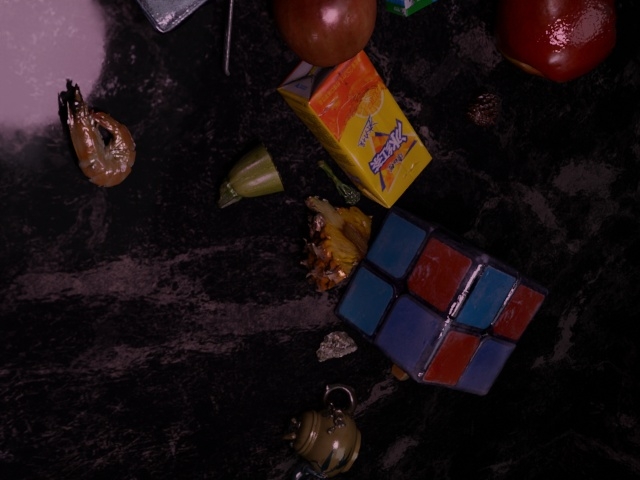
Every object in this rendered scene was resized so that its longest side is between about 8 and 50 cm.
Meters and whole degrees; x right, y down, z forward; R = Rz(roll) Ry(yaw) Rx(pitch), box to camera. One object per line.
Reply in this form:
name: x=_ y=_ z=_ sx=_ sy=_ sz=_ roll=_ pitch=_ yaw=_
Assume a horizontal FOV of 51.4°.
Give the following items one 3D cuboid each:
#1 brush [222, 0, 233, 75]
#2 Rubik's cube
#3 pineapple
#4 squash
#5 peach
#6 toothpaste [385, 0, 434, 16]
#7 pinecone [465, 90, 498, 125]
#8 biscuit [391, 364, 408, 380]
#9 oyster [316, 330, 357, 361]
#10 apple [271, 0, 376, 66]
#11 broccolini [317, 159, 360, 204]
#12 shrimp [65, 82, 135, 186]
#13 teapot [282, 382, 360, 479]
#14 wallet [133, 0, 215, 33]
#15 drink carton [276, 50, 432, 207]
brush: x=-0.153 y=-0.400 z=1.088 sx=0.027 sy=0.062 sz=0.266 roll=-4 pitch=122 yaw=-21
Rubik's cube: x=0.280 y=0.143 z=1.567 sx=0.313 sy=0.316 sz=0.318 roll=21 pitch=99 yaw=-43
pineapple: x=-0.001 y=0.004 z=1.406 sx=0.164 sy=0.250 sz=0.140 roll=37 pitch=125 yaw=-15
squash: x=-0.145 y=-0.115 z=1.245 sx=0.132 sy=0.105 sz=0.105 roll=-25 pitch=131 yaw=-2
peach: x=0.524 y=-0.520 z=1.419 sx=0.281 sy=0.281 sz=0.338 roll=16 pitch=104 yaw=-43
toothpaste: x=0.246 y=-0.528 z=1.325 sx=0.266 sy=0.065 sz=0.050 roll=-34 pitch=135 yaw=-20
pinecone: x=0.384 y=-0.309 z=1.559 sx=0.077 sy=0.077 sz=0.083 roll=34 pitch=82 yaw=-45
biscuit: x=0.260 y=0.295 z=1.823 sx=0.188 sy=0.052 sz=0.056 roll=-61 pitch=151 yaw=7
oyster: x=0.039 y=0.269 z=1.638 sx=0.100 sy=0.037 sz=0.098 roll=-42 pitch=133 yaw=-12
apple: x=0.009 y=-0.399 z=1.131 sx=0.181 sy=0.181 sz=0.168 roll=-44 pitch=142 yaw=-10
broccolini: x=0.042 y=-0.125 z=1.413 sx=0.035 sy=0.030 sz=0.140 roll=-18 pitch=135 yaw=27
shrimp: x=-0.353 y=-0.167 z=1.065 sx=0.099 sy=0.041 sz=0.180 roll=-32 pitch=130 yaw=-22
teapot: x=-0.001 y=0.479 z=1.660 sx=0.182 sy=0.173 sz=0.269 roll=25 pitch=72 yaw=-14
wallet: x=-0.240 y=-0.432 z=0.974 sx=0.167 sy=0.036 sz=0.222 roll=-42 pitch=119 yaw=-7
drink carton: x=0.078 y=-0.228 z=1.333 sx=0.154 sy=0.111 sz=0.351 roll=-49 pitch=136 yaw=-4
